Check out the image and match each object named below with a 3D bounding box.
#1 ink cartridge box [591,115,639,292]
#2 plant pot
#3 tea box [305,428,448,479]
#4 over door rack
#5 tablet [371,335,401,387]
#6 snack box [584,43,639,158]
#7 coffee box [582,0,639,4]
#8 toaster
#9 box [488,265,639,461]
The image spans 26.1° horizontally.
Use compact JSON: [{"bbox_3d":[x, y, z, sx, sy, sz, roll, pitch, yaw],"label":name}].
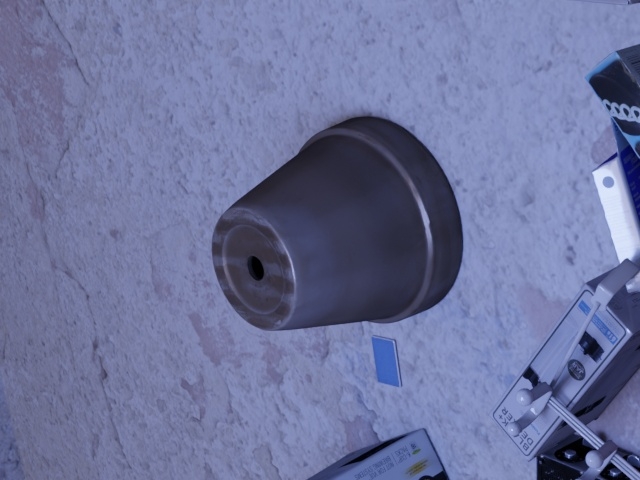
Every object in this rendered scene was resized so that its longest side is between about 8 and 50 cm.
[{"bbox_3d":[0.381,-0.062,1.664,0.045,0.206,0.208,-12,98,27],"label":"ink cartridge box"},{"bbox_3d":[0.000,0.000,2.065,0.323,0.280,0.323,23,123,42],"label":"plant pot"},{"bbox_3d":[0.063,0.524,2.194,0.220,0.329,0.324,-31,83,50],"label":"tea box"},{"bbox_3d":[0.361,0.209,1.615,0.239,0.108,0.324,41,141,17],"label":"over door rack"},{"bbox_3d":[0.107,0.197,2.247,0.054,0.006,0.083,9,113,47],"label":"tablet"},{"bbox_3d":[0.455,-0.088,1.575,0.060,0.187,0.322,-43,74,44],"label":"snack box"},{"bbox_3d":[0.353,-0.334,1.491,0.168,0.297,0.119,16,116,45],"label":"coffee box"},{"bbox_3d":[0.393,0.378,1.924,0.168,0.110,0.186,18,119,44],"label":"toaster"},{"bbox_3d":[0.357,0.152,1.815,0.087,0.169,0.290,49,138,22],"label":"box"}]
